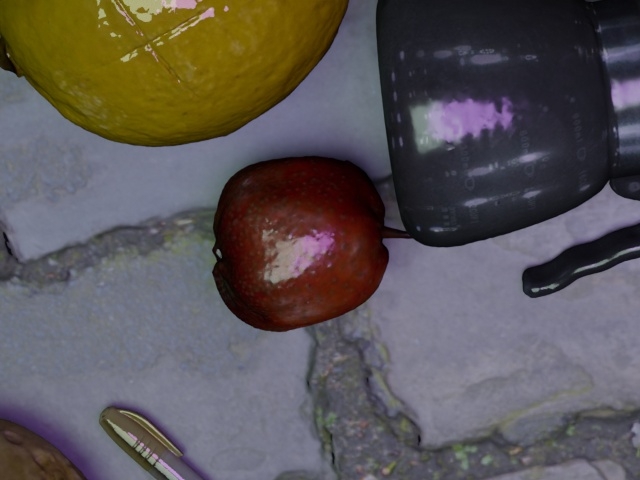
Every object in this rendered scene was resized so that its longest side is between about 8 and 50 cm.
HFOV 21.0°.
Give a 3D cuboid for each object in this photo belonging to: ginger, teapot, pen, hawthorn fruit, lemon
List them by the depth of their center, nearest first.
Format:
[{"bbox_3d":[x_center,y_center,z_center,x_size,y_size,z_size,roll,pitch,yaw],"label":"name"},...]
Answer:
[{"bbox_3d":[-0.122,-0.220,1.391,0.297,0.297,0.297,3,108,11],"label":"lemon"},{"bbox_3d":[0.202,-0.081,1.407,0.285,0.223,0.305,-8,103,7],"label":"teapot"},{"bbox_3d":[0.000,0.000,1.506,0.194,0.157,0.157,-6,106,3],"label":"hawthorn fruit"},{"bbox_3d":[-0.294,0.265,1.657,0.267,0.138,0.152,38,125,11],"label":"ginger"},{"bbox_3d":[-0.120,0.238,1.667,0.233,0.032,0.040,41,87,-5],"label":"pen"}]
